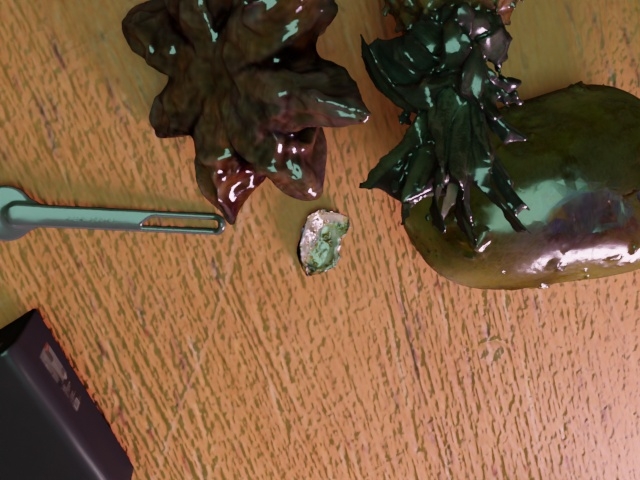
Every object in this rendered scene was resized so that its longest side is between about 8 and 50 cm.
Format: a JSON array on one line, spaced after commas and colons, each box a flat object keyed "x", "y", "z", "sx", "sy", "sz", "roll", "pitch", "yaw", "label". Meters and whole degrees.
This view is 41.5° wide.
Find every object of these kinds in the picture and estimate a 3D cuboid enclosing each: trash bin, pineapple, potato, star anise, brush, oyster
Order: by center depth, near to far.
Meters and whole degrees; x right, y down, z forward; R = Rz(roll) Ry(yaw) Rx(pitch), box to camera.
[{"x": 0.113, "y": -0.168, "z": 0.780, "sx": 0.166, "sy": 0.165, "sz": 0.364, "roll": 7, "pitch": 70, "yaw": -7, "label": "pineapple"}, {"x": -0.074, "y": -0.170, "z": 0.805, "sx": 0.108, "sy": 0.315, "sz": 0.315, "roll": -25, "pitch": 110, "yaw": -39, "label": "star anise"}, {"x": 0.238, "y": -0.049, "z": 0.888, "sx": 0.308, "sy": 0.173, "sz": 0.210, "roll": -14, "pitch": 107, "yaw": -4, "label": "potato"}, {"x": -0.239, "y": -0.024, "z": 0.933, "sx": 0.266, "sy": 0.027, "sz": 0.062, "roll": 3, "pitch": 105, "yaw": -10, "label": "brush"}, {"x": -0.334, "y": 0.221, "z": 0.940, "sx": 0.165, "sy": 0.115, "sz": 0.225, "roll": -28, "pitch": 107, "yaw": 3, "label": "trash bin"}, {"x": -0.001, "y": 0.003, "z": 0.960, "sx": 0.054, "sy": 0.019, "sz": 0.083, "roll": 17, "pitch": 100, "yaw": -11, "label": "oyster"}]
